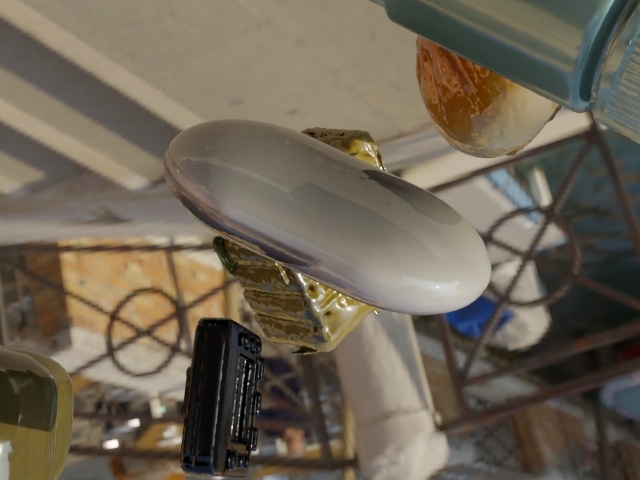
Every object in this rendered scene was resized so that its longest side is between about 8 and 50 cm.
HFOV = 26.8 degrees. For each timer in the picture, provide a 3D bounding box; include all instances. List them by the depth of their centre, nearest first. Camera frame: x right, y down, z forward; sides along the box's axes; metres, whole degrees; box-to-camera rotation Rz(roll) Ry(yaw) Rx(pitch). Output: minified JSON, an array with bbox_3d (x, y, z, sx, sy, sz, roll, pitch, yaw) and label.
[{"bbox_3d":[-0.096,0.153,1.279,0.055,0.144,0.187,3,170,8],"label":"timer"}]

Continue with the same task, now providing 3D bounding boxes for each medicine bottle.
[{"bbox_3d":[0.181,-0.218,1.162,0.158,0.318,0.158,-48,157,-29],"label":"medicine bottle"}]

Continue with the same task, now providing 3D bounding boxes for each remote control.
[{"bbox_3d":[0.007,-0.026,1.276,0.103,0.332,0.221,-67,170,21],"label":"remote control"}]

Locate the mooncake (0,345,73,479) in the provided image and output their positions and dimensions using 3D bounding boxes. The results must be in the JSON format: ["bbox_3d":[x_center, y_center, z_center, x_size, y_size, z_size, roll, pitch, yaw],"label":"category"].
[{"bbox_3d":[-0.510,0.220,1.480,0.467,0.262,0.467,10,173,1],"label":"mooncake"}]

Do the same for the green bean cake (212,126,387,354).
[{"bbox_3d":[0.000,0.000,1.644,0.131,0.230,0.224,5,-143,45],"label":"green bean cake"}]

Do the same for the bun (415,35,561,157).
[{"bbox_3d":[0.197,-0.251,1.559,0.164,0.299,0.299,22,146,-13],"label":"bun"}]
